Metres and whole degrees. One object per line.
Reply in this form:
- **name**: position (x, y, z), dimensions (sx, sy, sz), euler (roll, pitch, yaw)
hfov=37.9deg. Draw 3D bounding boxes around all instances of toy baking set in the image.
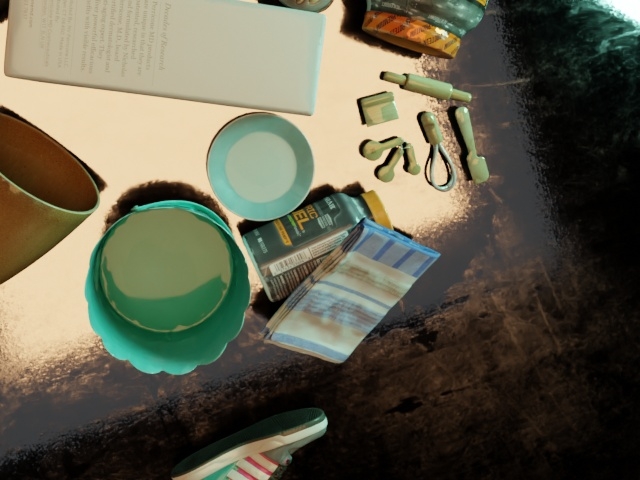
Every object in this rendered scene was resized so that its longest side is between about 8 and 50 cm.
- **toy baking set**: position (0.186, -0.190, 1.653), dimensions (0.256, 0.030, 0.197), euler (9, 102, -11)

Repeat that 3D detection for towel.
- **towel**: position (0.052, 0.096, 1.599), dimensions (0.209, 0.034, 0.285), euler (23, 116, -41)

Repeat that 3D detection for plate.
- **plate**: position (-0.103, -0.128, 1.614), dimensions (0.188, 0.024, 0.188), euler (-2, 102, -9)

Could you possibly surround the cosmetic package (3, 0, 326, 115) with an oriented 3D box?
- **cosmetic package**: position (-0.238, -0.303, 1.453), dimensions (0.453, 0.230, 0.161), euler (6, 99, -12)

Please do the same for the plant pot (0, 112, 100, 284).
- **plant pot**: position (-0.519, -0.033, 1.475), dimensions (0.237, 0.237, 0.254), euler (37, 107, -14)

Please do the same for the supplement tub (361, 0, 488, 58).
- **supplement tub**: position (0.194, -0.480, 1.505), dimensions (0.207, 0.207, 0.338), euler (17, 97, -12)

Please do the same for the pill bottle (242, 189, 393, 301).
- **pill bottle**: position (0.000, 0.000, 1.602), dimensions (0.245, 0.130, 0.130), euler (-25, 104, -5)

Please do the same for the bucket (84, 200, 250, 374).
- **bucket**: position (-0.251, 0.065, 1.544), dimensions (0.281, 0.183, 0.281), euler (-2, 102, -10)

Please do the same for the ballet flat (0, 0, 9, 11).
- **ballet flat**: position (-0.596, -0.357, 1.458), dimensions (0.280, 0.095, 0.096), euler (-3, 111, 1)

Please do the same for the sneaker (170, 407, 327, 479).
- **sneaker**: position (-0.099, 0.431, 1.667), dimensions (0.295, 0.124, 0.178), euler (-24, 99, 3)

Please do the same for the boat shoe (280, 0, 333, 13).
- **boat shoe**: position (-0.091, -0.491, 1.504), dimensions (0.123, 0.116, 0.324), euler (-37, 86, 15)
